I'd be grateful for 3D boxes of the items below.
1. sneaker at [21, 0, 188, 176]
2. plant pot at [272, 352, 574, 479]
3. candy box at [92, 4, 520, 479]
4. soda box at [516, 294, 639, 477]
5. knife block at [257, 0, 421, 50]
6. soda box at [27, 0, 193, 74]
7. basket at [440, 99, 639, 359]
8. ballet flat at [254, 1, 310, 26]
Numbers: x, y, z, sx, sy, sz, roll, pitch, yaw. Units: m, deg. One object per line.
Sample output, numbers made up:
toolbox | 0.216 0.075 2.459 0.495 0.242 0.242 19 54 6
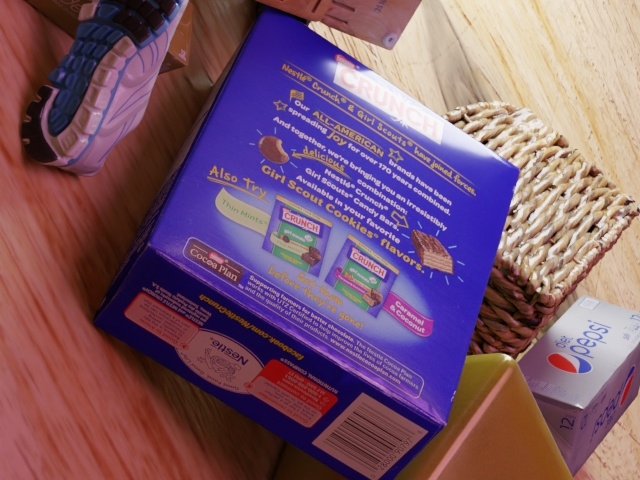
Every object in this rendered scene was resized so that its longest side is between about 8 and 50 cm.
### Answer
sneaker | -0.151 -0.132 1.489 0.191 0.071 0.083 -57 152 -3
plant pot | 0.073 0.238 1.631 0.187 0.212 0.212 -46 117 -40
candy box | 0.000 0.000 1.577 0.268 0.122 0.317 33 44 -9
soda box | 0.259 0.152 2.023 0.286 0.091 0.098 -35 140 -61
knife block | -0.020 -0.274 1.724 0.275 0.088 0.242 14 23 -43
soda box | -0.176 -0.196 1.530 0.181 0.058 0.061 38 48 -47
basket | 0.137 0.017 1.921 0.213 0.223 0.299 41 32 7
ballet flat | -0.035 -0.162 1.755 0.057 0.049 0.173 36 48 -46
